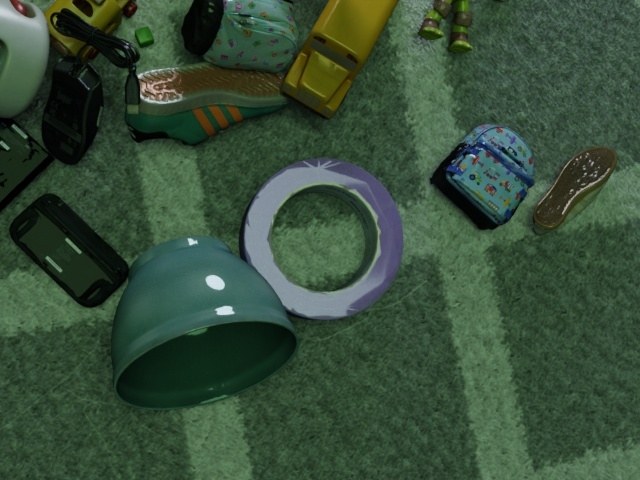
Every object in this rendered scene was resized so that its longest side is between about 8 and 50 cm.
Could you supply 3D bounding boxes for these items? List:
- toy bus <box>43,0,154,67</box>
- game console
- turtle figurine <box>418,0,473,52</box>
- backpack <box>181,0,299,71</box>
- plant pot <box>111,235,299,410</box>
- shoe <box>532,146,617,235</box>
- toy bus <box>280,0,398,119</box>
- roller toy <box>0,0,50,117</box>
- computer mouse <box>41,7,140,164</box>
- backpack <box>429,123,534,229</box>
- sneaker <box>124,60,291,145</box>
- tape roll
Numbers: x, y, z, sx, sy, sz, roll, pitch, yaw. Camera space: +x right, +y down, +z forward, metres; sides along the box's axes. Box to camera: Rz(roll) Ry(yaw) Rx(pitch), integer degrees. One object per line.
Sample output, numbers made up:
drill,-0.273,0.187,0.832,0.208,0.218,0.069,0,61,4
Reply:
toy bus,-0.381,-0.392,1.528,0.191,0.104,0.202,-7,87,-11
game console,-0.484,-0.029,1.509,0.361,0.044,0.213,45,80,-4
turtle figurine,0.242,-0.465,1.651,0.269,0.087,0.217,19,87,-42
backpack,-0.127,-0.353,1.524,0.182,0.152,0.115,4,68,-26
plant pot,-0.201,0.117,1.448,0.293,0.293,0.196,-14,62,-12
shoe,0.467,-0.091,1.692,0.219,0.058,0.076,-43,63,-15
toy bus,0.054,-0.375,1.579,0.108,0.130,0.332,30,65,-7
roller toy,-0.530,-0.300,1.431,0.146,0.191,0.209,12,65,-42
computer mouse,-0.359,-0.229,1.473,0.184,0.060,0.262,27,122,19
backpack,0.310,-0.127,1.631,0.158,0.117,0.173,43,76,-5
sneaker,-0.190,-0.231,1.559,0.302,0.121,0.108,-9,56,-28
tape roll,0.000,0.000,1.574,0.275,0.090,0.275,1,85,-11
